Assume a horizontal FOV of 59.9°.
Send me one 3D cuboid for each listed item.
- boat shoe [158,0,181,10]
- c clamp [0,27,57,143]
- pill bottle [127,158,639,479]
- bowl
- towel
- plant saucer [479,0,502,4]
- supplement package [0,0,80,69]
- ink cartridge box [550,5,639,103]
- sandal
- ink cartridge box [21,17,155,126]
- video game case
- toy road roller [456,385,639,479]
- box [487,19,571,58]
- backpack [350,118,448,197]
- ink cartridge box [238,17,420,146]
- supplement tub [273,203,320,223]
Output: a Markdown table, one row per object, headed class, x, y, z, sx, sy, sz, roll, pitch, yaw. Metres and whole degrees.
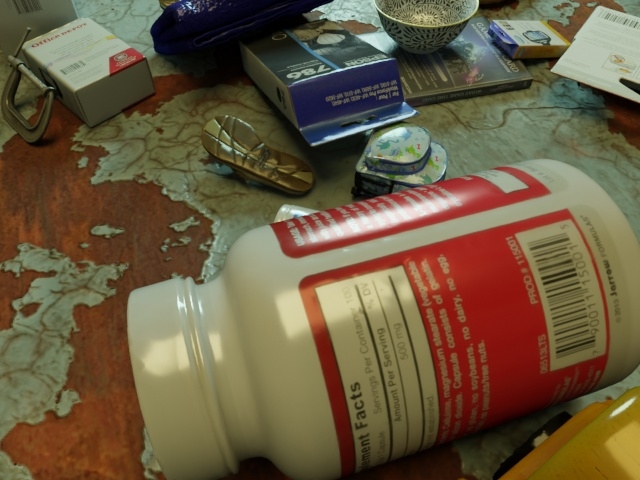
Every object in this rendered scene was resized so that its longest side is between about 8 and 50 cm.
| class | x | y | z | sx | sy | sz | roll | pitch | yaw |
| --- | --- | --- | --- | --- | --- | --- | --- | --- | --- |
| boat shoe | -0.241 | -0.465 | 1.068 | 0.152 | 0.049 | 0.056 | -34 | 77 | -29 |
| c clamp | -0.448 | -0.231 | 0.849 | 0.161 | 0.022 | 0.137 | 45 | 108 | 25 |
| pill bottle | 0.053 | 0.076 | 0.509 | 0.408 | 0.229 | 0.229 | -14 | 52 | -10 |
| bowl | 0.170 | -0.366 | 0.926 | 0.170 | 0.080 | 0.170 | 0 | 51 | 0 |
| towel | -0.123 | -0.386 | 0.945 | 0.308 | 0.076 | 0.228 | -26 | 18 | -19 |
| plant saucer | 0.316 | -0.530 | 1.114 | 0.200 | 0.037 | 0.200 | 0 | 51 | 0 |
| supplement package | -0.520 | -0.438 | 0.997 | 0.139 | 0.133 | 0.244 | -20 | 53 | -15 |
| ink cartridge box | 0.526 | -0.257 | 0.875 | 0.275 | 0.060 | 0.239 | 29 | 58 | 21 |
| sandal | -0.092 | -0.111 | 0.784 | 0.180 | 0.049 | 0.072 | 30 | 62 | 6 |
| ink cartridge box | -0.376 | -0.278 | 0.903 | 0.127 | 0.072 | 0.175 | -38 | 60 | -25 |
| video game case | 0.189 | -0.305 | 0.944 | 0.274 | 0.026 | 0.196 | -10 | 52 | -8 |
| toy road roller | 0.164 | 0.237 | 0.368 | 0.330 | 0.240 | 0.202 | -29 | 56 | -20 |
| box | 0.351 | -0.344 | 0.950 | 0.136 | 0.028 | 0.081 | -11 | 53 | -23 |
| backpack | 0.111 | -0.103 | 0.744 | 0.114 | 0.084 | 0.105 | 18 | 55 | 13 |
| ink cartridge box | -0.001 | -0.251 | 0.829 | 0.165 | 0.065 | 0.332 | -19 | 39 | -14 |
| supplement tub | 0.000 | 0.000 | 0.672 | 0.107 | 0.071 | 0.071 | 13 | 53 | 11 |
